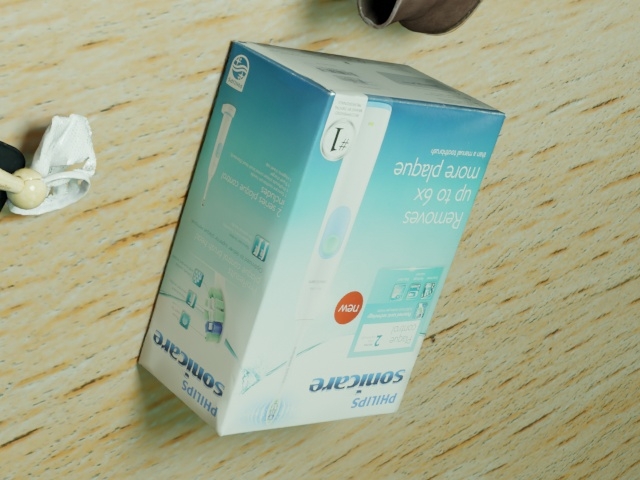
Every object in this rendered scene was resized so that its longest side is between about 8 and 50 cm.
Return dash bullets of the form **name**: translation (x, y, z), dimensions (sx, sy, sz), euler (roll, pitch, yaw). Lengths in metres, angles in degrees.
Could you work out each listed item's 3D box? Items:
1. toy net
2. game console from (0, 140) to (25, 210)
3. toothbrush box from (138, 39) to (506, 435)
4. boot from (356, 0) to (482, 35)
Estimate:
- **toy net**: translation (-0.218, -0.003, 0.887), dimensions (0.232, 0.045, 0.122), euler (-45, 160, -45)
- **game console**: translation (-0.260, -0.005, 0.862), dimensions (0.124, 0.085, 0.144), euler (27, 95, -45)
- **toothbrush box**: translation (0.000, 0.000, 1.096), dimensions (0.216, 0.126, 0.296), euler (2, 115, -45)
- **boot**: translation (0.130, -0.271, 1.025), dimensions (0.248, 0.090, 0.207), euler (-61, 166, 19)
